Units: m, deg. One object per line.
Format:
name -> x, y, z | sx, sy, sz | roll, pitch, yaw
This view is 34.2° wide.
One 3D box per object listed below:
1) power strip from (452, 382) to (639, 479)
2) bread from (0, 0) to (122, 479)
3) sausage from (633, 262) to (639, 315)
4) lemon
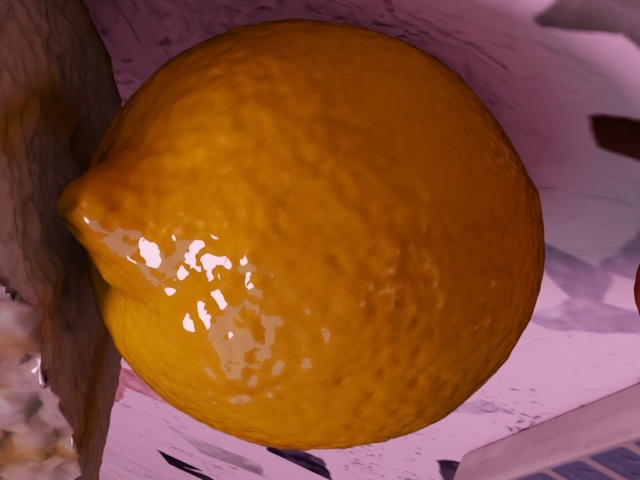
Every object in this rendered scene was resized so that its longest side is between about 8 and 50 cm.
power strip -> 0.197, 0.164, 0.723 | 0.106, 0.043, 0.367 | 29, 154, -4
bread -> -0.224, -0.060, 0.444 | 0.239, 0.264, 0.395 | -3, 136, 2
sausage -> 0.166, -0.007, 0.400 | 0.076, 0.076, 0.197 | 17, 154, 19
lemon -> 0.000, 0.000, 0.450 | 0.187, 0.187, 0.244 | 0, 175, 44
